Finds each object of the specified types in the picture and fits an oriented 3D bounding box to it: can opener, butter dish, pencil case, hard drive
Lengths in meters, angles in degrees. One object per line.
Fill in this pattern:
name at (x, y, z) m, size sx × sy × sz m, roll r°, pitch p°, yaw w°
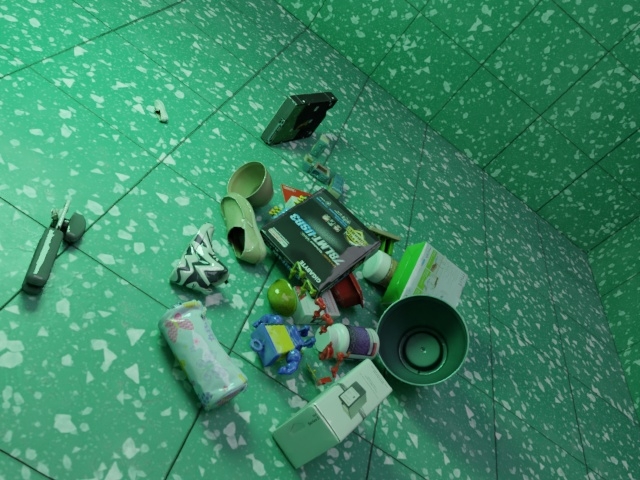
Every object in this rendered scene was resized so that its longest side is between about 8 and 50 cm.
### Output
can opener at (-0.647, 0.010, 1.300) m, size 0.093 × 0.074 × 0.280 m, roll 26°, pitch 38°, yaw -24°
butter dish at (0.070, 0.167, 1.816) m, size 0.160 × 0.118 × 0.160 m, roll 62°, pitch -3°, yaw 25°
pencil case at (-0.294, 0.283, 1.323) m, size 0.124 × 0.113 × 0.273 m, roll -25°, pitch 71°, yaw -30°
hard drive at (-0.089, -0.530, 2.287) m, size 0.064 × 0.237 × 0.339 m, roll 48°, pitch 36°, yaw 9°

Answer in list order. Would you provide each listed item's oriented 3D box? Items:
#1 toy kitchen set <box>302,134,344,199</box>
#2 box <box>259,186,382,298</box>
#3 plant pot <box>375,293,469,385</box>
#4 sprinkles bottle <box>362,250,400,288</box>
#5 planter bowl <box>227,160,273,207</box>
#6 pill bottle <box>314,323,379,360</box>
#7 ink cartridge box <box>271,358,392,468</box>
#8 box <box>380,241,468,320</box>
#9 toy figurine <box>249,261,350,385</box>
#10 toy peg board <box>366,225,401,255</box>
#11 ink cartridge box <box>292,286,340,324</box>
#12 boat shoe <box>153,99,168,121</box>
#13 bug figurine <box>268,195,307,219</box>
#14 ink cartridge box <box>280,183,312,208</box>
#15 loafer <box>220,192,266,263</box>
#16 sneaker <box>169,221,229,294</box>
toy kitchen set at (0.037, -0.309, 2.236) m, size 0.207 × 0.166 × 0.122 m, roll 32°, pitch 36°, yaw -15°
box at (0.000, 0.000, 1.762) m, size 0.293 × 0.073 × 0.295 m, roll -34°, pitch 69°, yaw -28°
plant pot at (0.338, 0.347, 1.762) m, size 0.293 × 0.293 × 0.196 m, roll 62°, pitch 0°, yaw 26°
sprinkles bottle at (0.337, 0.166, 2.069) m, size 0.355 × 0.121 × 0.121 m, roll 29°, pitch 37°, yaw -20°
planter bowl at (-0.231, -0.182, 1.865) m, size 0.109 × 0.162 × 0.162 m, roll 45°, pitch 23°, yaw -47°
pill bottle at (0.081, 0.318, 1.664) m, size 0.193 × 0.108 × 0.108 m, roll 15°, pitch 43°, yaw -35°
ink cartridge box at (0.034, 0.451, 1.396) m, size 0.115 × 0.198 × 0.272 m, roll 53°, pitch 36°, yaw 12°
box at (0.387, 0.179, 1.950) m, size 0.231 × 0.126 × 0.262 m, roll 36°, pitch 67°, yaw -18°
toy figurine at (-0.110, 0.246, 1.495) m, size 0.217 × 0.191 × 0.363 m, roll -4°, pitch 55°, yaw -41°
toy peg board at (0.204, 0.011, 2.106) m, size 0.161 × 0.160 × 0.079 m, roll 19°, pitch 75°, yaw -30°
ink cartridge box at (-0.023, 0.211, 1.714) m, size 0.150 × 0.063 × 0.109 m, roll 7°, pitch 48°, yaw -39°
boat shoe at (-0.583, -0.469, 1.911) m, size 0.035 × 0.035 × 0.100 m, roll -4°, pitch 62°, yaw -50°
bug figurine at (-0.043, -0.045, 1.888) m, size 0.279 × 0.072 × 0.216 m, roll 46°, pitch 56°, yaw -9°
ink cartridge box at (-0.013, -0.118, 2.080) m, size 0.275 × 0.060 × 0.239 m, roll 16°, pitch 44°, yaw -33°
loafer at (-0.263, -0.045, 1.716) m, size 0.092 × 0.102 × 0.269 m, roll 1°, pitch 53°, yaw -52°
sneaker at (-0.324, 0.061, 1.550) m, size 0.153 × 0.094 × 0.235 m, roll 34°, pitch 36°, yaw -15°
